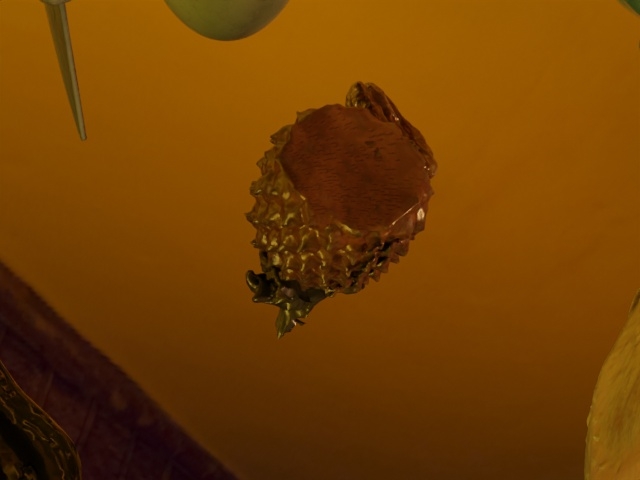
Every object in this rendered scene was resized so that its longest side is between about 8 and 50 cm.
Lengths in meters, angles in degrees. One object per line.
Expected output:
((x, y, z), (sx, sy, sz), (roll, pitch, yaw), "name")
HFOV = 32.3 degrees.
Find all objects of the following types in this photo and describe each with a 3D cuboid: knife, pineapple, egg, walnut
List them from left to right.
((-0.188, -0.174, 0.778), (0.044, 0.331, 0.080), (-22, -107, -17), "knife")
((-0.098, -0.319, 1.143), (0.182, 0.264, 0.183), (3, -127, -4), "egg")
((0.000, -0.002, 1.443), (0.222, 0.357, 0.223), (8, -125, -11), "pineapple")
((0.096, -0.148, 1.570), (0.170, 0.069, 0.143), (54, -163, 8), "walnut")

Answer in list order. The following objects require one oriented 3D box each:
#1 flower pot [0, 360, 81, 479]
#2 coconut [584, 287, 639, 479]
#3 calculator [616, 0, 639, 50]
((-0.302, 0.144, 0.624), (0.302, 0.213, 0.302), (48, -161, -23), "flower pot")
((0.266, 0.125, 0.504), (0.297, 0.297, 0.255), (33, -102, -2), "coconut")
((0.251, -0.245, 0.648), (0.051, 0.293, 0.173), (28, -166, 39), "calculator")
